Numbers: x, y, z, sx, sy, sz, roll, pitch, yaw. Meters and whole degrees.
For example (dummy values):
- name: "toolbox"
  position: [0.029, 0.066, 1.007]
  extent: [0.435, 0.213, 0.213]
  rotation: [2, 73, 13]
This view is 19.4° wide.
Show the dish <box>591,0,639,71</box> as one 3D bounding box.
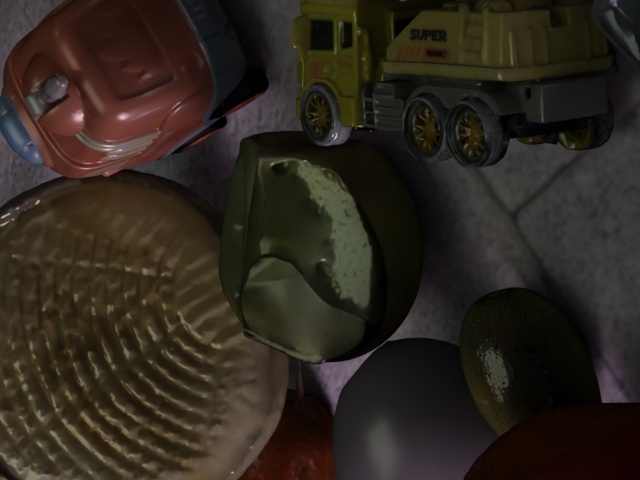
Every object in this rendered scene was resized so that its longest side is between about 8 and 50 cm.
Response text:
- name: "dish"
  position: [0.249, -0.124, 1.133]
  extent: [0.243, 0.080, 0.182]
  rotation: [50, 153, 22]

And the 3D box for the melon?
- name: "melon"
  position: [0.171, 0.113, 1.502]
  extent: [0.099, 0.099, 0.162]
  rotation: [-3, 116, 62]

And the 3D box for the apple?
- name: "apple"
  position: [0.000, 0.000, 1.620]
  extent: [0.207, 0.174, 0.188]
  rotation: [33, 117, 54]

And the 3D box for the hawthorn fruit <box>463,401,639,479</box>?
- name: "hawthorn fruit"
  position: [0.240, 0.246, 1.309]
  extent: [0.369, 0.285, 0.285]
  rotation: [-21, 98, 57]

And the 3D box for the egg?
- name: "egg"
  position: [0.096, 0.180, 1.607]
  extent: [0.176, 0.176, 0.232]
  rotation: [34, 162, 44]

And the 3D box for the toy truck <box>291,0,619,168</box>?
- name: "toy truck"
  position: [0.092, -0.142, 1.352]
  extent: [0.272, 0.124, 0.157]
  rotation: [12, 108, 55]

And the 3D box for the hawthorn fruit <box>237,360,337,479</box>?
- name: "hawthorn fruit"
  position: [-0.029, 0.224, 1.977]
  extent: [0.149, 0.189, 0.149]
  rotation: [39, -167, -11]

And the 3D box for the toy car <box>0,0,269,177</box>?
- name: "toy car"
  position: [-0.197, -0.156, 1.764]
  extent: [0.180, 0.212, 0.270]
  rotation: [60, 155, 0]

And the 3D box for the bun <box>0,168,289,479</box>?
- name: "bun"
  position: [-0.212, 0.113, 1.901]
  extent: [0.364, 0.364, 0.202]
  rotation: [57, 173, 6]
